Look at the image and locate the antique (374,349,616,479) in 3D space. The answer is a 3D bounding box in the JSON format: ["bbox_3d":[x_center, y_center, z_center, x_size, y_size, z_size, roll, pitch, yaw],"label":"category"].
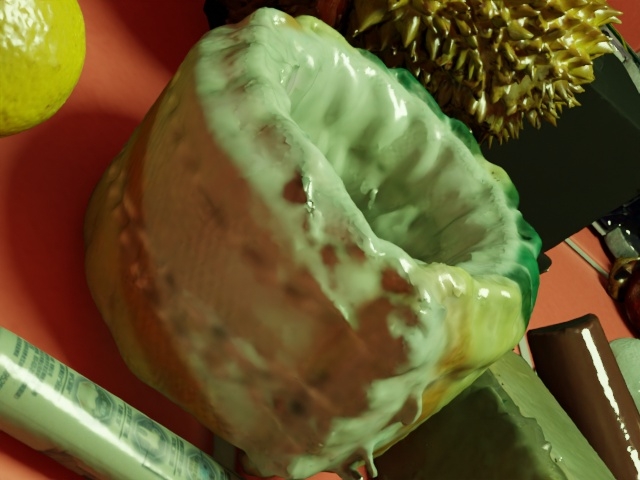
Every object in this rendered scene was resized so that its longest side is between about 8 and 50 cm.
[{"bbox_3d":[0.114,0.155,0.655,0.125,0.150,0.284,35,24,-37],"label":"antique"}]

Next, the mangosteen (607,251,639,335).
[{"bbox_3d":[0.492,0.061,1.328,0.156,0.146,0.181,29,35,-34],"label":"mangosteen"}]

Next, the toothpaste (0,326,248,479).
[{"bbox_3d":[-0.094,0.106,0.468,0.239,0.039,0.062,40,21,-28],"label":"toothpaste"}]

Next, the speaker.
[{"bbox_3d":[0.216,-0.118,1.011,0.254,0.232,0.184,25,39,-41],"label":"speaker"}]

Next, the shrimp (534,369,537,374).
[{"bbox_3d":[0.266,0.162,0.983,0.099,0.041,0.180,43,26,13],"label":"shrimp"}]

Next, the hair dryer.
[{"bbox_3d":[0.253,0.207,0.620,0.340,0.123,0.312,163,-91,-81],"label":"hair dryer"}]

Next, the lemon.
[{"bbox_3d":[-0.182,-0.107,0.505,0.109,0.109,0.133,58,19,9],"label":"lemon"}]

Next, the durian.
[{"bbox_3d":[0.062,-0.236,0.767,0.384,0.347,0.347,33,26,6],"label":"durian"}]

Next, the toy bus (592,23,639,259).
[{"bbox_3d":[0.491,-0.123,1.482,0.440,0.209,0.249,45,26,-12],"label":"toy bus"}]

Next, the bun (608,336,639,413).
[{"bbox_3d":[0.378,0.173,1.085,0.141,0.083,0.141,40,27,-25],"label":"bun"}]

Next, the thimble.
[{"bbox_3d":[0.000,0.000,0.572,0.254,0.167,0.288,30,29,-22],"label":"thimble"}]
